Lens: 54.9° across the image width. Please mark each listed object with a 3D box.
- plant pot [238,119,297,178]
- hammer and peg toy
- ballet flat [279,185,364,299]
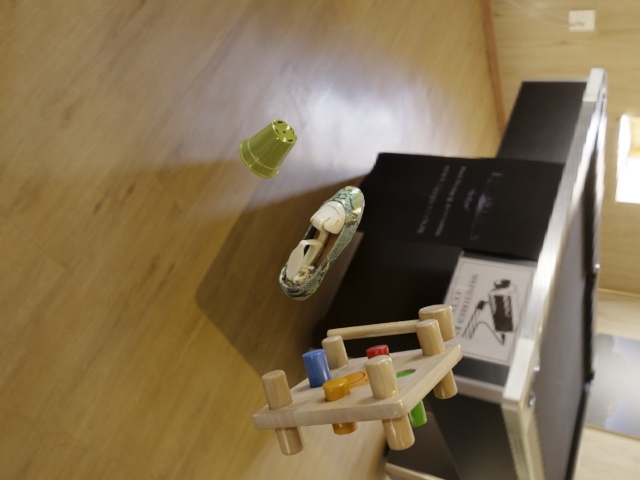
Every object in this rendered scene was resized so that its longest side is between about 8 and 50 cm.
[{"bbox_3d":[-0.082,-0.161,1.040,0.083,0.079,0.083,27,42,-28],"label":"plant pot"},{"bbox_3d":[0.085,0.217,0.994,0.361,0.266,0.127,-17,92,-59],"label":"hammer and peg toy"},{"bbox_3d":[0.000,0.000,0.887,0.188,0.070,0.070,-63,149,-1],"label":"ballet flat"}]
